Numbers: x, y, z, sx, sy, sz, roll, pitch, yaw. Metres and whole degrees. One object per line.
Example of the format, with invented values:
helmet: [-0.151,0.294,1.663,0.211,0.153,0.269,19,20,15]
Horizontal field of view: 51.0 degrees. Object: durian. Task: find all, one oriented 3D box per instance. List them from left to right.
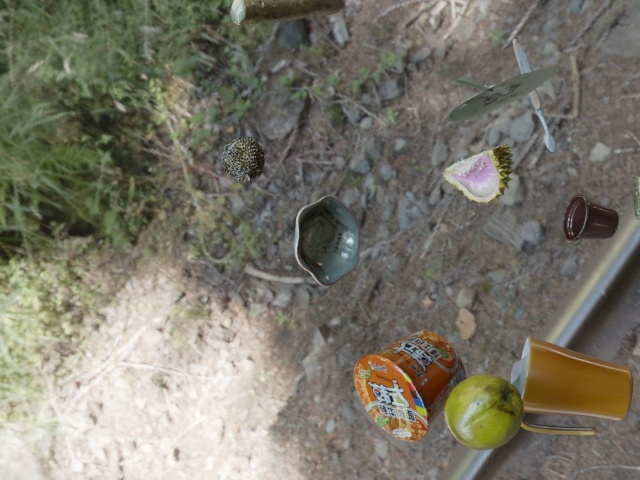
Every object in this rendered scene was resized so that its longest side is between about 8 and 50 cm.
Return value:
durian: [-0.129,-0.132,1.134,0.080,0.080,0.091,-31,59,28]
durian: [0.404,-0.178,1.672,0.182,0.132,0.165,-51,20,34]

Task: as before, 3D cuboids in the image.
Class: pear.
pear: [0.336,0.354,1.383,0.162,0.149,0.148,-46,39,30]

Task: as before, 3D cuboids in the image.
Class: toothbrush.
toothbrush: [0.620,-0.413,1.942,0.028,0.375,0.037,-27,28,5]

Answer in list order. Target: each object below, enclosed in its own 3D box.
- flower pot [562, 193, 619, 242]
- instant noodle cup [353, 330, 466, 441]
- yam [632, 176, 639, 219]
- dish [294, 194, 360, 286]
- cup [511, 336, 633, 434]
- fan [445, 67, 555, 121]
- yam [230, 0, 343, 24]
flower pot: [0.615,-0.044,1.517,0.111,0.089,0.111,-171,90,-84]
instant noodle cup: [0.241,0.363,1.730,0.192,0.250,0.250,-27,24,-35]
yam: [0.688,-0.090,1.425,0.043,0.043,0.094,-1,92,46]
dish: [0.000,0.000,1.701,0.081,0.229,0.229,-3,63,48]
cup: [0.584,0.360,1.599,0.264,0.182,0.226,10,103,13]
fan: [0.330,-0.294,1.307,0.233,0.415,0.012,-26,82,26]
yam: [-0.075,-0.529,1.517,0.066,0.300,0.066,27,129,40]
